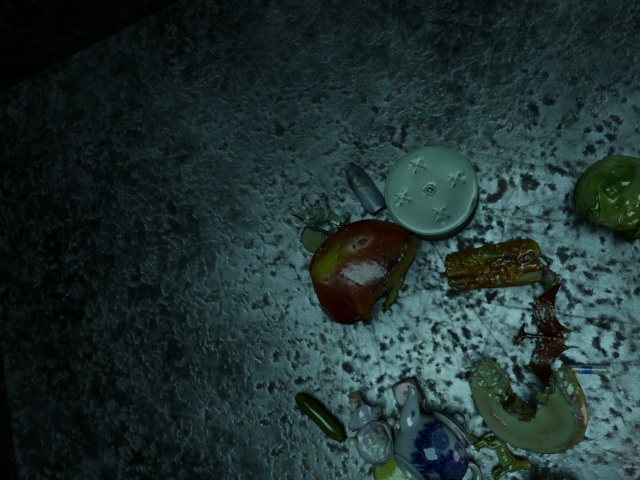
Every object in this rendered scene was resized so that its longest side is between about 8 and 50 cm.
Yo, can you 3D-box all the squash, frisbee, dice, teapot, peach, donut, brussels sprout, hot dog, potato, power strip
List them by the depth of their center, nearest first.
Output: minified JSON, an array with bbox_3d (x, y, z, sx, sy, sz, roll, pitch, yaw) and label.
[{"bbox_3d":[0.675,0.529,1.583,0.370,0.150,0.308,-9,99,47],"label":"donut"},{"bbox_3d":[0.982,-0.143,1.612,0.259,0.227,0.295,6,76,3],"label":"brussels sprout"},{"bbox_3d":[0.397,0.691,1.665,0.280,0.252,0.424,-39,92,-21],"label":"teapot"},{"bbox_3d":[0.589,0.088,1.706,0.348,0.117,0.159,-10,80,37],"label":"hot dog"},{"bbox_3d":[0.166,0.100,1.763,0.416,0.339,0.354,-20,81,11],"label":"peach"},{"bbox_3d":[0.317,0.553,1.782,0.093,0.091,0.094,-24,77,12],"label":"dice"},{"bbox_3d":[0.306,0.849,1.783,0.235,0.017,0.236,-2,81,16],"label":"frisbee"},{"bbox_3d":[0.404,-0.176,1.823,0.357,0.161,0.358,-3,81,18],"label":"power strip"},{"bbox_3d":[0.000,0.674,1.875,0.258,0.069,0.069,38,94,18],"label":"squash"},{"bbox_3d":[0.000,0.000,1.975,0.171,0.089,0.101,16,106,-10],"label":"potato"}]

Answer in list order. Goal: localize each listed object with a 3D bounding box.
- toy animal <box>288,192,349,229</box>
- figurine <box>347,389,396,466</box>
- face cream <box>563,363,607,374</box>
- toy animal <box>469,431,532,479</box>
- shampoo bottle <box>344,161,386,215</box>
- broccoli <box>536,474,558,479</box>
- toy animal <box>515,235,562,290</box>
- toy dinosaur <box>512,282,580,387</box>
[{"bbox_3d":[-0.003,-0.100,1.961,0.216,0.073,0.176,-13,61,-24],"label":"toy animal"},{"bbox_3d":[0.174,0.683,1.785,0.200,0.133,0.276,-17,68,-22],"label":"figurine"},{"bbox_3d":[0.890,0.433,1.654,0.129,0.034,0.034,-2,82,17],"label":"face cream"},{"bbox_3d":[0.616,0.726,1.686,0.136,0.073,0.182,-31,62,2],"label":"toy animal"},{"bbox_3d":[0.172,-0.211,1.955,0.087,0.049,0.234,-34,74,8],"label":"shampoo bottle"},{"bbox_3d":[0.732,0.929,1.520,0.277,0.318,0.338,34,54,30],"label":"broccoli"},{"bbox_3d":[0.757,0.074,1.727,0.103,0.100,0.208,-33,66,-31],"label":"toy animal"},{"bbox_3d":[0.781,0.319,1.664,0.206,0.113,0.328,30,88,14],"label":"toy dinosaur"}]
